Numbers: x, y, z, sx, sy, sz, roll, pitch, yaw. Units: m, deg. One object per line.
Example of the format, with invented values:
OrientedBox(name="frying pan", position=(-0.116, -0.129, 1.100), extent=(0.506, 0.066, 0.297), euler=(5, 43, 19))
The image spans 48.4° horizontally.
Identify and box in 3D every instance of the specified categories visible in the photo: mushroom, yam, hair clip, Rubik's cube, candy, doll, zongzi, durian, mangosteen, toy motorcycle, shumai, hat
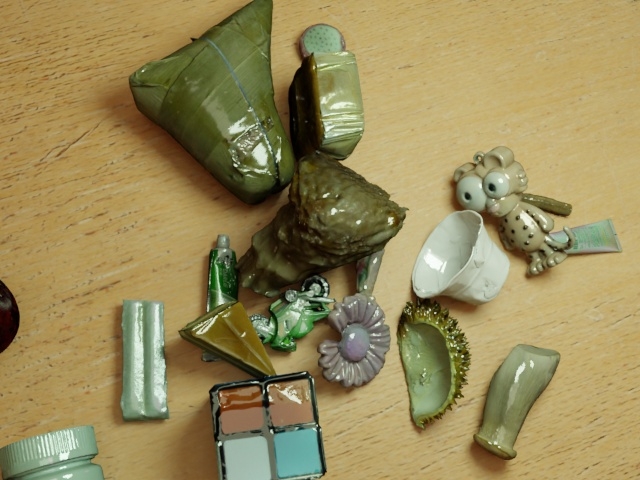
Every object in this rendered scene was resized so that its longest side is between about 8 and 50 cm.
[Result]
OrientedBox(name="mushroom", position=(0.368, 0.291, 1.351), extent=(0.096, 0.108, 0.247), euler=(14, 63, 41))
OrientedBox(name="yam", position=(0.459, -0.081, 1.506), extent=(0.146, 0.032, 0.032), euler=(12, 72, -2))
OrientedBox(name="hair clip", position=(0.078, 0.129, 1.354), extent=(0.173, 0.069, 0.300), euler=(30, 60, -36))
OrientedBox(name="Rubik's cube", position=(-0.096, 0.334, 1.242), extent=(0.184, 0.167, 0.180), euler=(-9, 76, -8))
OrientedBox(name="candy", position=(0.004, -0.421, 1.548), extent=(0.103, 0.043, 0.103), euler=(3, 73, -9))
OrientedBox(name="doll", position=(0.389, -0.061, 1.431), extent=(0.119, 0.154, 0.278), euler=(-33, 80, -39))
OrientedBox(name="zongzi", position=(-0.124, -0.291, 1.434), extent=(0.356, 0.174, 0.393), euler=(46, 67, 3))
OrientedBox(name="durian", position=(0.217, 0.224, 1.352), extent=(0.139, 0.144, 0.252), euler=(-15, 80, 11))
OrientedBox(name="mangosteen", position=(-0.626, 0.148, 1.243), extent=(0.200, 0.200, 0.199), euler=(2, 73, -6))
OrientedBox(name="toy motorcycle", position=(-0.050, 0.148, 1.357), extent=(0.190, 0.074, 0.106), euler=(-34, 89, -16))
OrientedBox(name="shumai", position=(-0.001, 0.003, 1.319), extent=(0.217, 0.346, 0.283), euler=(36, 101, 4))
OrientedBox(name="hat", position=(0.285, 0.051, 1.387), extent=(0.126, 0.203, 0.203), euler=(30, 71, -21))

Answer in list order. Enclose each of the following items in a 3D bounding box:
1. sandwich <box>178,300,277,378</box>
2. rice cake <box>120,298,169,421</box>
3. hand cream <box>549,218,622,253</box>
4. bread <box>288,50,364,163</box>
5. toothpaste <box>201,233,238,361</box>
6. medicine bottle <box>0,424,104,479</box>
OrientedBox(name="sandwich", position=(-0.169, 0.206, 1.285), extent=(0.113, 0.079, 0.163), euler=(-29, 97, -33))
OrientedBox(name="rice cake", position=(-0.326, 0.218, 1.315), extent=(0.085, 0.040, 0.226), euler=(-3, 74, -7))
OrientedBox(name="hand cream", position=(0.551, -0.001, 1.491), extent=(0.174, 0.047, 0.076), euler=(-8, 74, -18))
OrientedBox(name="bread", position=(0.001, -0.259, 1.419), extent=(0.110, 0.192, 0.209), euler=(0, 75, -19))
OrientedBox(name="toothpaste", position=(-0.188, 0.109, 1.364), extent=(0.078, 0.047, 0.247), euler=(5, 74, -20))
OrientedBox(name="medicine bottle", position=(-0.421, 0.480, 1.164), extent=(0.158, 0.158, 0.318), euler=(-14, 76, -11))
